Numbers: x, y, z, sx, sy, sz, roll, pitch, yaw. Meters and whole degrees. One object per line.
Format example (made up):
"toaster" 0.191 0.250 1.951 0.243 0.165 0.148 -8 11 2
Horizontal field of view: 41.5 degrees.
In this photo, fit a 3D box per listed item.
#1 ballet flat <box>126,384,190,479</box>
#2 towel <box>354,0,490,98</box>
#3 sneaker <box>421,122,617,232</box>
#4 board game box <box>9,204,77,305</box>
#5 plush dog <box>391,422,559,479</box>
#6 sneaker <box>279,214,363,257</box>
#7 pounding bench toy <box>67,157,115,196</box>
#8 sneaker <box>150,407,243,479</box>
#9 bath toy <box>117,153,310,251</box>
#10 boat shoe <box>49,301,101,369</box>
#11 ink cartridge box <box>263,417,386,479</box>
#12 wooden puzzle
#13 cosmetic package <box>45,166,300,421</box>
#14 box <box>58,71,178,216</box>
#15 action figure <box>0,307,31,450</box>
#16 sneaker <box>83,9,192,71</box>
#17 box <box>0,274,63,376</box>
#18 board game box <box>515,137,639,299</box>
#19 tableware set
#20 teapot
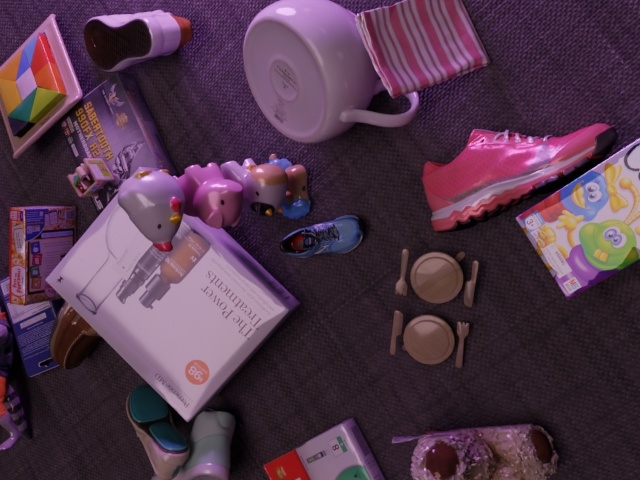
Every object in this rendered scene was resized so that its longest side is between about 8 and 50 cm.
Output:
"ballet flat" -0.317 0.370 1.615 0.248 0.086 0.086 41 115 57
"towel" 0.162 -0.313 1.316 0.144 0.197 0.029 66 159 5
"sneaker" 0.288 -0.123 1.290 0.314 0.116 0.136 -26 81 27
"board game box" -0.563 0.027 1.723 0.045 0.147 0.193 5 96 27
"plush dog" 0.230 0.413 1.325 0.210 0.262 0.225 -24 71 60
"sneaker" 0.000 0.000 1.470 0.162 0.073 0.063 -18 85 27
"pounding bench toy" -0.454 -0.119 1.626 0.065 0.083 0.052 -38 78 24
"sneaker" -0.238 0.409 1.635 0.256 0.094 0.151 -32 38 46
"bath toy" -0.168 -0.066 1.400 0.151 0.348 0.129 -24 84 42
"boat shoe" -0.426 0.135 1.677 0.120 0.122 0.324 38 110 15
"ink cartridge box" 0.007 0.446 1.515 0.224 0.056 0.181 -33 79 24
"wooden puzzle" -0.595 -0.319 1.737 0.221 0.044 0.239 -35 63 26
"cosmetic package" -0.271 0.095 1.543 0.377 0.097 0.284 43 102 7
"box" -0.405 -0.186 1.675 0.183 0.056 0.231 -29 81 27
"action figure" -0.746 0.285 1.866 0.341 0.178 0.330 -12 81 56
"sneaker" -0.347 -0.384 1.620 0.290 0.123 0.106 14 117 46
"box" -0.608 0.169 1.819 0.136 0.036 0.225 -23 82 27
"board game box" 0.444 -0.051 1.198 0.275 0.142 0.144 -36 78 25
"tableware set" 0.188 0.110 1.404 0.128 0.039 0.194 10 104 15
"teapot" 0.012 -0.290 1.388 0.252 0.187 0.256 -1 113 55
